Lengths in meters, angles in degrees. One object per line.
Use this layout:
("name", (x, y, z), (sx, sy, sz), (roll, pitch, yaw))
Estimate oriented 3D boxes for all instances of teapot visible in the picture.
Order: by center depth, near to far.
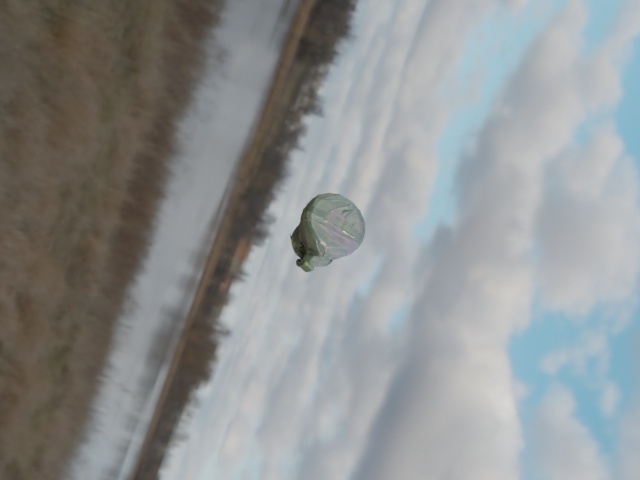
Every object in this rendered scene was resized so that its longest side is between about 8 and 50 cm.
("teapot", (0.000, 0.000, 1.083), (0.083, 0.064, 0.064), (-58, -174, -28))
